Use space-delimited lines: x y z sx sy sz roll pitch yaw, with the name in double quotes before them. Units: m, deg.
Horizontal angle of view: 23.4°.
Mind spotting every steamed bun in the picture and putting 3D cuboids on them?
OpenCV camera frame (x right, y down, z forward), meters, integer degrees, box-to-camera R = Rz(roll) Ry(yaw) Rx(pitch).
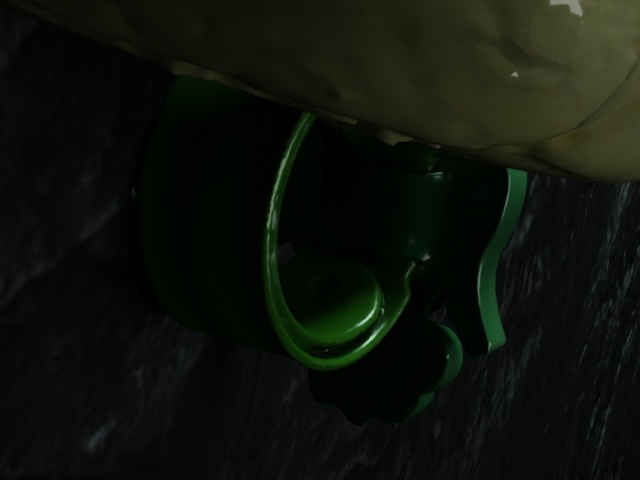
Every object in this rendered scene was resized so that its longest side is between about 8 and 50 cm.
"steamed bun" 0.022 -0.117 0.457 0.273 0.232 0.166 2 106 -68

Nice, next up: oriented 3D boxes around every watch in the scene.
"watch" 0.000 0.000 0.641 0.152 0.131 0.165 1 104 -58
